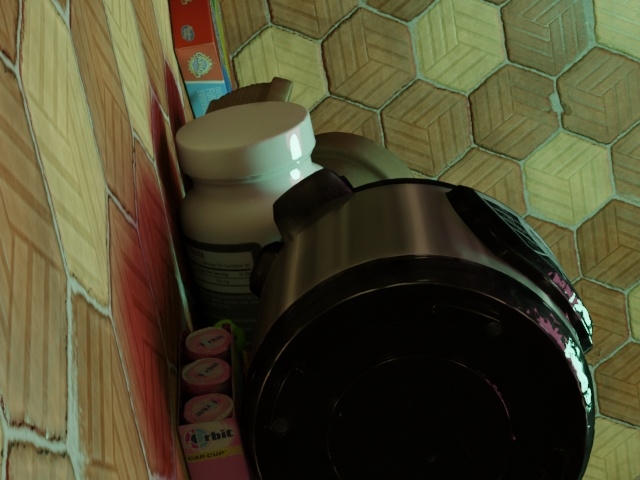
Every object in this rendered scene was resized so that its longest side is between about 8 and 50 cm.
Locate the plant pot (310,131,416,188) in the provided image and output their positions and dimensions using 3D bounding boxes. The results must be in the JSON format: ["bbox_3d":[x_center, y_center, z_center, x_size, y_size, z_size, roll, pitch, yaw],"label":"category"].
[{"bbox_3d":[0.000,0.000,1.960,0.229,0.263,0.263,-44,130,-52],"label":"plant pot"}]

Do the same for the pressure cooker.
[{"bbox_3d":[0.097,0.122,1.497,0.420,0.375,0.370,-86,-177,-71],"label":"pressure cooker"}]

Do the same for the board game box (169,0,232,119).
[{"bbox_3d":[-0.203,-0.356,2.245,0.242,0.064,0.317,78,1,-55],"label":"board game box"}]

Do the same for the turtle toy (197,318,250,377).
[{"bbox_3d":[-0.115,0.148,1.620,0.130,0.066,0.095,79,1,-46],"label":"turtle toy"}]

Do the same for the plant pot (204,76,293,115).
[{"bbox_3d":[-0.122,-0.130,1.925,0.237,0.109,0.237,-164,-90,-88],"label":"plant pot"}]

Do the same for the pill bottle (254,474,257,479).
[{"bbox_3d":[-0.035,0.321,1.666,0.283,0.161,0.161,-100,180,-70],"label":"pill bottle"}]

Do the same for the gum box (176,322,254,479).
[{"bbox_3d":[-0.113,0.181,1.444,0.188,0.062,0.107,-98,178,-61],"label":"gum box"}]

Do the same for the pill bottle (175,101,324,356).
[{"bbox_3d":[-0.065,0.019,1.729,0.210,0.210,0.363,-99,179,-68],"label":"pill bottle"}]
